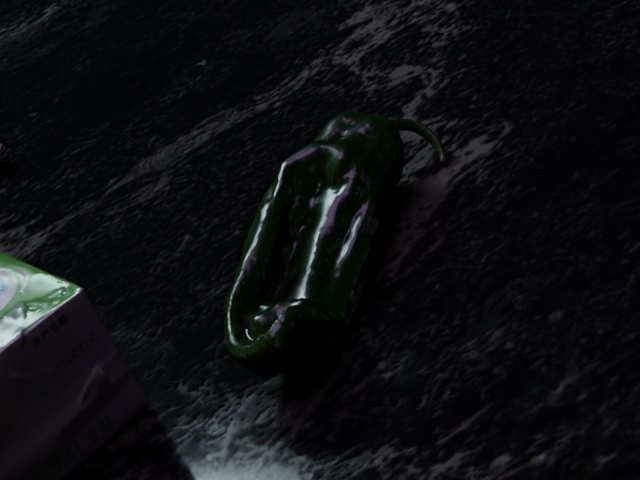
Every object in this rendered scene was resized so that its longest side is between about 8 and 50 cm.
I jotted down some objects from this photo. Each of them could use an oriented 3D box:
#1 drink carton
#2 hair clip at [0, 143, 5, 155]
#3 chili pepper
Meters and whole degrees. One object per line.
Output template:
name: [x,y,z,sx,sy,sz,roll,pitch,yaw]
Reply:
drink carton: [-0.259,0.084,1.065,0.161,0.108,0.271,-41,33,-24]
hair clip: [-0.332,-0.056,1.417,0.137,0.022,0.054,-9,36,27]
chili pepper: [0.002,-0.004,1.046,0.100,0.074,0.257,-5,41,27]
